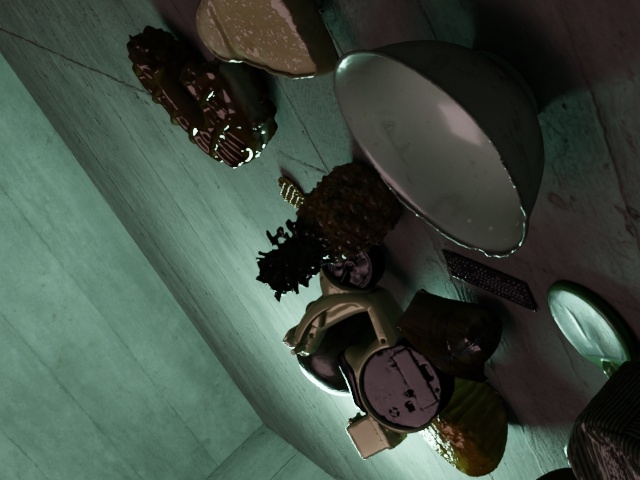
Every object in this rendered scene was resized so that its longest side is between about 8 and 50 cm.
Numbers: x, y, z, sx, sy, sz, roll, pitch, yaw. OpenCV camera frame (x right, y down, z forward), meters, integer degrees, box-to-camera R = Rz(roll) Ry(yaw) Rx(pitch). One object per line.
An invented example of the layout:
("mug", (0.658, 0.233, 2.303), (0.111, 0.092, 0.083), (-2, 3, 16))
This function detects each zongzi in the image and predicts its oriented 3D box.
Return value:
("zongzi", (0.271, 0.198, 1.979), (0.242, 0.112, 0.221), (46, 164, -24))

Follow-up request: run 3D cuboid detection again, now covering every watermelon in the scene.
("watermelon", (0.054, 0.212, 2.351), (0.212, 0.212, 0.212), (42, 162, 17))

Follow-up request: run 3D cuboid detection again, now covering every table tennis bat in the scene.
("table tennis bat", (0.416, 0.164, 1.665), (0.257, 0.039, 0.160), (54, 164, -13))

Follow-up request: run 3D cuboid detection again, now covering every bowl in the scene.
("bowl", (0.173, -0.142, 1.375), (0.313, 0.146, 0.313), (43, 161, 18))

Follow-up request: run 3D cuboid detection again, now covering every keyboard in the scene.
("keyboard", (0.269, 0.063, 1.834), (0.198, 0.010, 0.064), (25, 150, 52))

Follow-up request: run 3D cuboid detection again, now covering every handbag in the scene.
("handbag", (0.504, 0.322, 1.482), (0.341, 0.247, 0.240), (54, 151, -14))

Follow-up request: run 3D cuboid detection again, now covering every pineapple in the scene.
("pineapple", (0.000, 0.000, 1.894), (0.158, 0.278, 0.158), (39, 159, 18))

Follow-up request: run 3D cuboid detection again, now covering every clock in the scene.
("clock", (0.079, 0.203, 2.150), (0.379, 0.276, 0.120), (58, -151, 8))

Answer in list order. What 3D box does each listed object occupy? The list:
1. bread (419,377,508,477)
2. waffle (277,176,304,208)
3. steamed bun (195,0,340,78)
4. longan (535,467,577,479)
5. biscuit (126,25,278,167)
("bread", (0.275, 0.359, 2.262), (0.240, 0.139, 0.240), (42, 163, 17))
("waffle", (-0.057, -0.094, 2.268), (0.078, 0.016, 0.085), (30, 157, 35))
("steamed bun", (-0.088, -0.338, 1.633), (0.212, 0.110, 0.231), (-1, 129, 46))
("longan", (0.464, 0.502, 2.095), (0.187, 0.167, 0.167), (27, 157, 18))
("biscuit", (-0.202, -0.262, 2.080), (0.366, 0.115, 0.268), (28, 155, 51))
